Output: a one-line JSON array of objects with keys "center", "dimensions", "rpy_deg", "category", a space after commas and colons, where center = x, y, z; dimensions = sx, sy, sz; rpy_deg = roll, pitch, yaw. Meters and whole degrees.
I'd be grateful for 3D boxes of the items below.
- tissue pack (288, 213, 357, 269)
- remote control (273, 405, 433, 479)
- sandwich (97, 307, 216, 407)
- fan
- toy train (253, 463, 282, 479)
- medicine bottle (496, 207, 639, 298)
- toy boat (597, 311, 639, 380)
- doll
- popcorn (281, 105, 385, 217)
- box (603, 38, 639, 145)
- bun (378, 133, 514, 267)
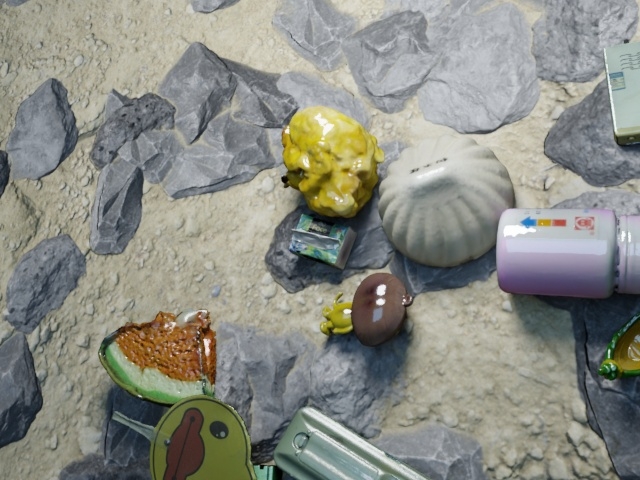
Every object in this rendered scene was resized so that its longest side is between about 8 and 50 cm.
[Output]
[{"center": [0.001, 0.000, 1.302], "dimensions": [0.111, 0.079, 0.085], "rpy_deg": [17, 81, 26], "category": "tissue pack"}, {"center": [0.073, 0.419, 1.139], "dimensions": [0.335, 0.065, 0.128], "rpy_deg": [25, 74, 27], "category": "remote control"}, {"center": [-0.315, 0.243, 1.341], "dimensions": [0.292, 0.109, 0.212], "rpy_deg": [0, 66, 19], "category": "sandwich"}, {"center": [-0.262, 0.391, 1.217], "dimensions": [0.335, 0.011, 0.230], "rpy_deg": [16, 89, 23], "category": "fan"}, {"center": [-0.132, 0.495, 1.202], "dimensions": [0.111, 0.071, 0.171], "rpy_deg": [-2, 72, 14], "category": "toy train"}, {"center": [0.430, 0.021, 1.082], "dimensions": [0.254, 0.152, 0.152], "rpy_deg": [2, 74, 21], "category": "medicine bottle"}, {"center": [0.536, 0.147, 1.032], "dimensions": [0.229, 0.088, 0.089], "rpy_deg": [-42, 62, 5], "category": "toy boat"}, {"center": [0.089, 0.127, 1.227], "dimensions": [0.188, 0.096, 0.145], "rpy_deg": [3, 56, 49], "category": "doll"}, {"center": [0.014, -0.163, 1.292], "dimensions": [0.191, 0.190, 0.253], "rpy_deg": [-44, 59, -6], "category": "popcorn"}, {"center": [0.654, -0.282, 1.149], "dimensions": [0.270, 0.045, 0.211], "rpy_deg": [-7, 70, 20], "category": "box"}, {"center": [0.217, -0.091, 1.194], "dimensions": [0.263, 0.175, 0.263], "rpy_deg": [-6, 70, 18], "category": "bun"}]
